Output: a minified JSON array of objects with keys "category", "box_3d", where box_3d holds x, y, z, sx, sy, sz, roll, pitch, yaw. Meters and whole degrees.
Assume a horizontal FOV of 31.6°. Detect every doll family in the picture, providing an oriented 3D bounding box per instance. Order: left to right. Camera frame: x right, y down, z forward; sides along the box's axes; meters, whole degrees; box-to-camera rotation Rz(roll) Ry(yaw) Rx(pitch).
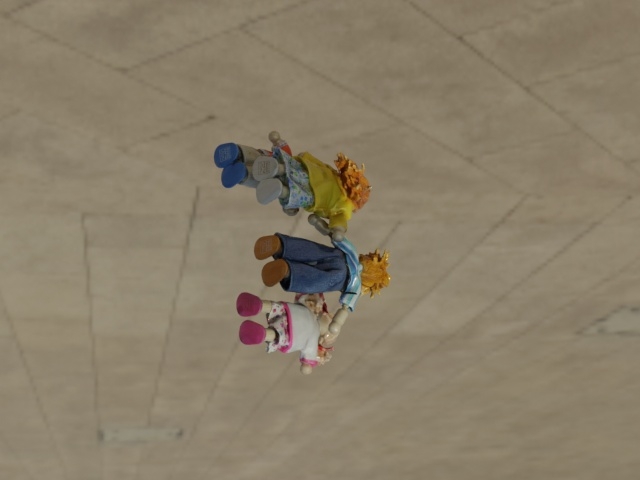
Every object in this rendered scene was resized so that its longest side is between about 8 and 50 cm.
[{"category":"doll family","box_3d":[0.000,0.000,1.163,0.118,0.263,0.163,-18,163,38]}]
